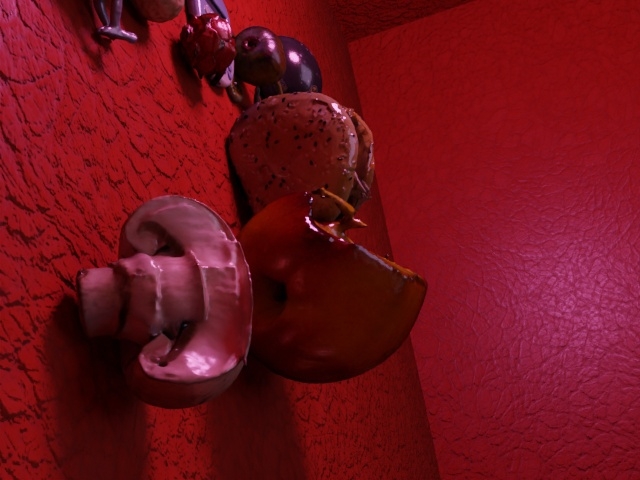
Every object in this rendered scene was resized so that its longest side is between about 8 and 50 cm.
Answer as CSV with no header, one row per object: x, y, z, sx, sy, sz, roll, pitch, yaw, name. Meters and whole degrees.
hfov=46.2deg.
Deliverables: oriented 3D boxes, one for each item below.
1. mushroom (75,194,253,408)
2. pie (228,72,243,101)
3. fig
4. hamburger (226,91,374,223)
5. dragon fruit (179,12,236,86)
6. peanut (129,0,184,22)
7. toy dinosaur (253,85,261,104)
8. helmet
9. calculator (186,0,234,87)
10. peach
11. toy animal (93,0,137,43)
-0.194,0.090,0.917,0.189,0.195,0.254,114,-34,-53,mushroom
-0.201,-0.360,1.744,0.084,0.021,0.084,-16,90,-79,pie
-0.128,-0.414,1.841,0.245,0.149,0.149,51,26,-61,fig
-0.025,-0.170,1.595,0.195,0.277,0.318,6,56,-62,hamburger
-0.223,-0.383,1.482,0.121,0.130,0.142,41,16,0,dragon fruit
-0.303,-0.446,1.250,0.228,0.085,0.104,43,26,-64,peanut
-0.121,-0.289,1.894,0.292,0.079,0.120,16,54,-77,toy dinosaur
-0.082,-0.466,2.086,0.230,0.160,0.279,-26,102,-76,helmet
-0.242,-0.480,1.661,0.188,0.042,0.303,44,33,-65,calculator
-0.004,0.094,1.359,0.335,0.310,0.406,40,8,22,peach
-0.307,-0.391,1.100,0.367,0.081,0.206,-32,131,-53,toy animal
